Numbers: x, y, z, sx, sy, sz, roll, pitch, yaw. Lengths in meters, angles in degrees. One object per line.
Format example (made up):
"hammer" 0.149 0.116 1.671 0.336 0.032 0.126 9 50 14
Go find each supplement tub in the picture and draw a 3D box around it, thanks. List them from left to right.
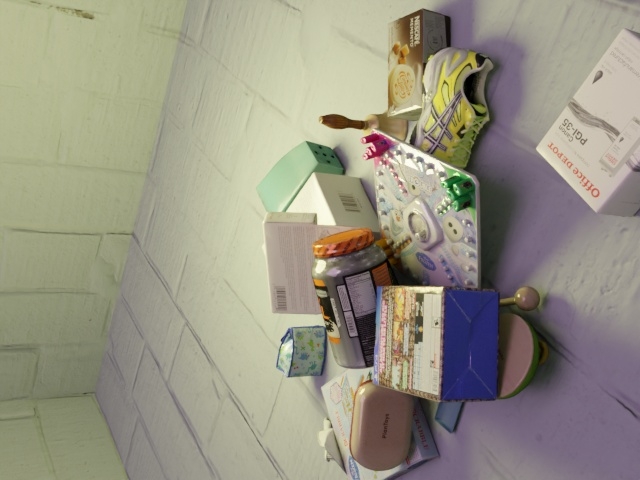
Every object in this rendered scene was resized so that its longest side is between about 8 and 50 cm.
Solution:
"supplement tub" 0.091 0.140 1.806 0.193 0.193 0.316 -2 105 55

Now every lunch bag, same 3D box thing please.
"lunch bag" -0.054 0.329 2.213 0.096 0.128 0.151 30 113 51

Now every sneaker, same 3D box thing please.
"sneaker" 0.309 -0.262 1.721 0.147 0.145 0.385 13 103 50

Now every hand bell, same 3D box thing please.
"hand bell" 0.099 -0.308 1.937 0.126 0.242 0.126 -6 82 56

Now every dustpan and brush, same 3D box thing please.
"dustpan and brush" 0.031 0.576 2.104 0.060 0.147 0.211 -28 24 18

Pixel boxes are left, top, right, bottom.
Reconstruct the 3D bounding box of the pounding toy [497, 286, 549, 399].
"pounding toy" 0.424 0.234 1.573 0.183 0.110 0.237 -32 44 51

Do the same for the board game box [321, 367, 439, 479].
"board game box" 0.148 0.480 1.967 0.318 0.066 0.319 -45 53 44

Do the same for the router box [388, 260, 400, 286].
"router box" 0.160 0.141 1.930 0.133 0.046 0.179 -25 88 59

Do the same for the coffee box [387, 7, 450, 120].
"coffee box" 0.248 -0.440 1.854 0.141 0.098 0.247 -2 86 55

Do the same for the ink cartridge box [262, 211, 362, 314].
"ink cartridge box" -0.013 0.068 1.964 0.066 0.261 0.296 -75 -15 -57

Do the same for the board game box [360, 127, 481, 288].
"board game box" 0.233 -0.033 1.751 0.390 0.050 0.390 38 144 50

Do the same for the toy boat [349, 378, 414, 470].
"toy boat" 0.144 0.450 1.825 0.151 0.151 0.231 -150 66 -83

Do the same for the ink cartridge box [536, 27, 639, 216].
"ink cartridge box" 0.570 -0.212 1.360 0.283 0.117 0.207 -60 43 33

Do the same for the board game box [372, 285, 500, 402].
"board game box" 0.246 0.217 1.603 0.291 0.141 0.232 174 100 -66

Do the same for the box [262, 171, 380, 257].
"box" 0.000 0.000 2.123 0.345 0.168 0.215 -52 48 39

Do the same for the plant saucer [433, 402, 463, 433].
"plant saucer" 0.325 0.366 1.763 0.067 0.018 0.192 35 115 51

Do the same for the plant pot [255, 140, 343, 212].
"plant pot" -0.051 -0.176 2.219 0.234 0.165 0.165 -53 47 30
